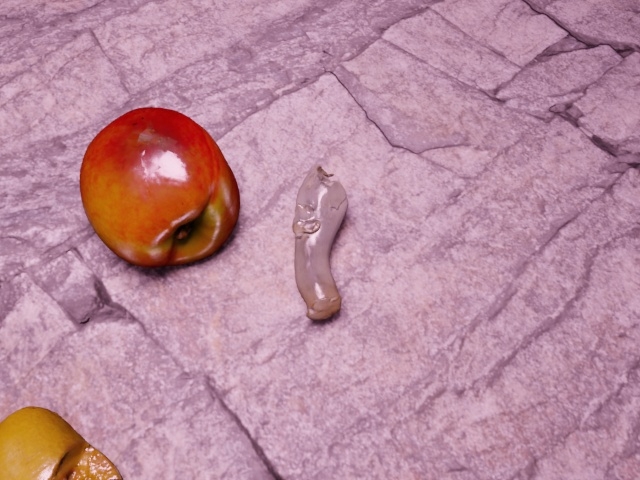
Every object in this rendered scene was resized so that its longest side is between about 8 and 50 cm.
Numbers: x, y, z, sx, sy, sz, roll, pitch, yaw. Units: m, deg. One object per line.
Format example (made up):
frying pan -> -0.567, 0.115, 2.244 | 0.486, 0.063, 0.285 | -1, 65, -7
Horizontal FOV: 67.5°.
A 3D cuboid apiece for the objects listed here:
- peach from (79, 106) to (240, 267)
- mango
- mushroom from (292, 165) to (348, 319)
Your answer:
peach -> -0.272, -0.104, 0.806 | 0.249, 0.245, 0.274 | -18, 54, -42
mango -> -0.357, 0.340, 0.627 | 0.167, 0.130, 0.262 | -39, 69, -24
mushroom -> -0.002, -0.001, 0.829 | 0.097, 0.099, 0.277 | 1, 69, 11
